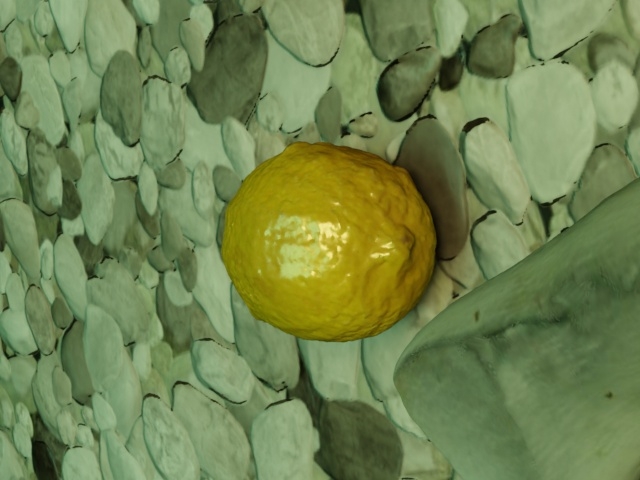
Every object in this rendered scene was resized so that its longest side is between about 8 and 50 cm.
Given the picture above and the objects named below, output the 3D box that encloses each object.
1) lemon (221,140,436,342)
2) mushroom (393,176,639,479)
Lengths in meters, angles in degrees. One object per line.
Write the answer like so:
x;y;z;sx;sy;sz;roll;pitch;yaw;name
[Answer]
0.000;0.000;1.080;0.187;0.142;0.142;19;113;54;lemon
0.209;0.042;0.846;0.177;0.126;0.397;58;137;11;mushroom
